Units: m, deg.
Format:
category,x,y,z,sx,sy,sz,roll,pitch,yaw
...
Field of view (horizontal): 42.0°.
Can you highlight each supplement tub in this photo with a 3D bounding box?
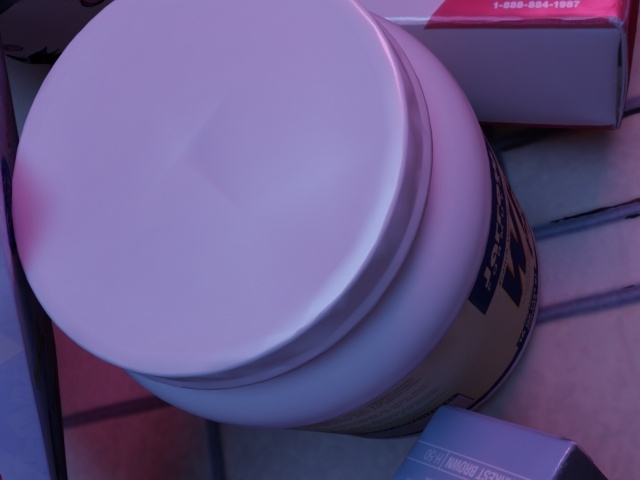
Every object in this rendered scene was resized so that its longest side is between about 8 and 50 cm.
category,x,y,z,sx,sy,sz,roll,pitch,yaw
supplement tub,0.000,0.000,0.514,0.236,0.325,0.235,-5,74,20

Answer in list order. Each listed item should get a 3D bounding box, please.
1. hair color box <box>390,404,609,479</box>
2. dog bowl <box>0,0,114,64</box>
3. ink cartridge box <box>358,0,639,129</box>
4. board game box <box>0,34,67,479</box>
category,x,y,z,sx,sy,sz,roll,pitch,yaw
hair color box,0.049,0.295,0.423,0.374,0.185,0.114,-53,24,-18
dog bowl,-0.230,-0.342,0.750,0.408,0.150,0.407,-13,69,35
ink cartridge box,0.123,-0.244,0.613,0.226,0.131,0.306,6,66,22
board game box,-0.219,0.039,0.550,0.066,0.317,0.318,-9,31,-17
